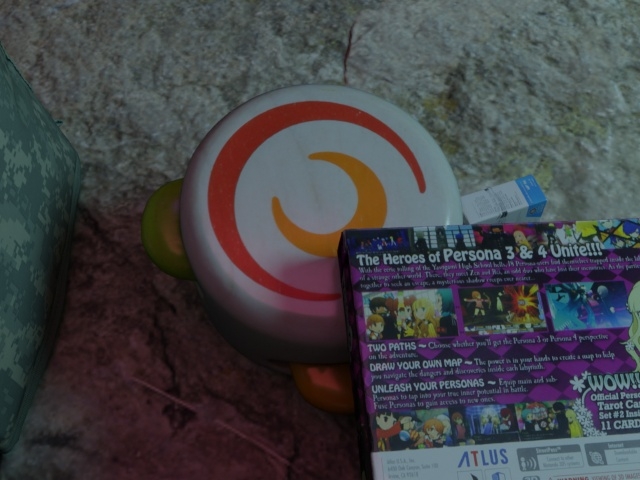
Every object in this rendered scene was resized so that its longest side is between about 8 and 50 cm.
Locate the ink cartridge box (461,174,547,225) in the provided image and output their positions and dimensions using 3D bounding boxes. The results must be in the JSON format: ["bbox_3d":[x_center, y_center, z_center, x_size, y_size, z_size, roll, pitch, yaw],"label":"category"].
[{"bbox_3d":[0.135,-0.019,0.600,0.083,0.048,0.028,-17,60,-6],"label":"ink cartridge box"}]

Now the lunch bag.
[{"bbox_3d":[-0.287,-0.027,0.527,0.169,0.235,0.286,5,61,10],"label":"lunch bag"}]

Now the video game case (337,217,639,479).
[{"bbox_3d":[0.133,0.090,0.415,0.232,0.042,0.210,-3,67,-7],"label":"video game case"}]

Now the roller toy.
[{"bbox_3d":[0.000,0.000,0.544,0.209,0.146,0.191,37,70,11],"label":"roller toy"}]
